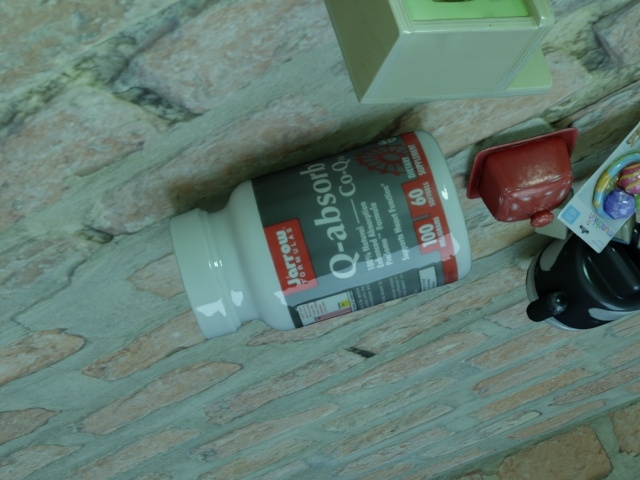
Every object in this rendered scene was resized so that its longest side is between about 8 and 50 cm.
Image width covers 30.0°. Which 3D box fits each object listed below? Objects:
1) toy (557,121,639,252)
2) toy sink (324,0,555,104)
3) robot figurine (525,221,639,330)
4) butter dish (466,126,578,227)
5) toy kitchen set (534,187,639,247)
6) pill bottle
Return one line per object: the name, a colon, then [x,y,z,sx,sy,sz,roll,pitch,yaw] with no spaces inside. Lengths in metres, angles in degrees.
toy: [0.467,-0.088,1.742,0.137,0.056,0.237,33,97,-42]
toy sink: [0.143,-0.240,1.218,0.234,0.152,0.131,-5,154,-23]
robot figurine: [0.465,0.057,2.041,0.209,0.173,0.278,8,162,-17]
butter dish: [0.305,-0.074,1.735,0.160,0.118,0.160,-13,157,-6]
toy kitchen set: [0.464,-0.080,1.904,0.207,0.166,0.122,17,162,16]
pill bottle: [0.000,0.000,1.580,0.363,0.210,0.210,-17,157,0]
